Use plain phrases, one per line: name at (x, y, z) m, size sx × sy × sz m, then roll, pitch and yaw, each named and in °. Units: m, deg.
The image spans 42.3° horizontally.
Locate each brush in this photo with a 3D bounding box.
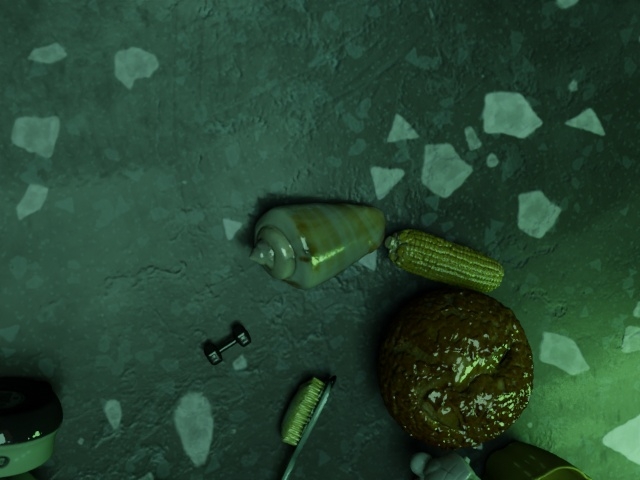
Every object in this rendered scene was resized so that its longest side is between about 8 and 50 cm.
brush at (-0.056, 0.366, 1.493) m, size 0.060 × 0.068 × 0.297 m, roll 24°, pitch 96°, yaw 1°

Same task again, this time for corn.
corn at (0.224, 0.038, 1.492) m, size 0.238 × 0.080 × 0.080 m, roll 18°, pitch 96°, yaw -17°

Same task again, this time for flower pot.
flower pot at (0.407, 0.483, 1.582) m, size 0.195 × 0.179 × 0.195 m, roll -3°, pitch 102°, yaw -14°

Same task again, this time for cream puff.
cream puff at (0.245, 0.233, 1.469) m, size 0.302 × 0.212 × 0.303 m, roll -2°, pitch 100°, yaw -12°

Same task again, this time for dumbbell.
dumbbell at (-0.161, 0.181, 1.432) m, size 0.083 × 0.040 × 0.036 m, roll -32°, pitch 78°, yaw -8°

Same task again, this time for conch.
conch at (0.002, 0.003, 1.395) m, size 0.255 × 0.127 × 0.158 m, roll -18°, pitch 105°, yaw -13°

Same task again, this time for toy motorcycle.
toy motorcycle at (0.231, 0.445, 1.495) m, size 0.171 × 0.260 × 0.110 m, roll 43°, pitch 70°, yaw 2°

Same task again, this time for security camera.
security camera at (-0.508, 0.373, 1.292) m, size 0.196 × 0.191 × 0.277 m, roll 2°, pitch 101°, yaw -18°
